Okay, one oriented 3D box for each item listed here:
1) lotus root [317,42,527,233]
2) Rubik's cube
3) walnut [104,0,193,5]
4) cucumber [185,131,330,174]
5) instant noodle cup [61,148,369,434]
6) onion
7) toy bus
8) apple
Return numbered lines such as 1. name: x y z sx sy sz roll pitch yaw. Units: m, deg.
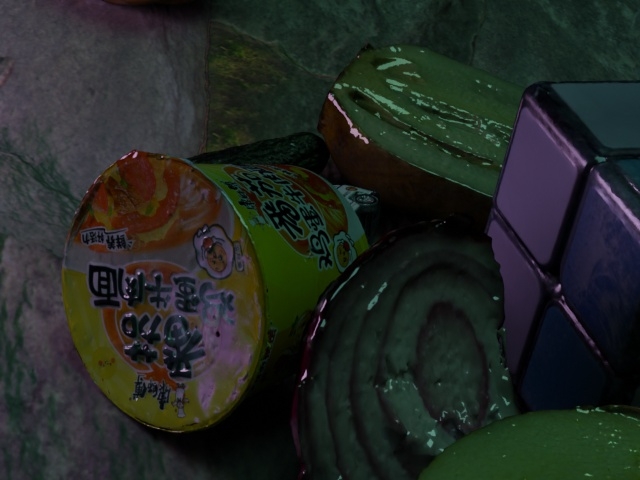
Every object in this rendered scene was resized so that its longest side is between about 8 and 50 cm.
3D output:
1. lotus root: 0.119 -0.107 1.848 0.260 0.149 0.267 19 37 -4
2. Rubik's cube: 0.372 0.034 1.572 0.313 0.316 0.318 -4 39 -22
3. walnut: -0.270 -0.494 2.132 0.344 0.306 0.306 35 36 23
4. cucumber: -0.071 -0.082 1.790 0.074 0.074 0.241 37 34 29
5. instant noodle cup: -0.088 0.039 1.446 0.264 0.264 0.200 37 27 29
6. onion: 0.057 0.137 1.379 0.280 0.314 0.146 -6 3 -39
7. toy bus: 0.000 0.000 1.686 0.089 0.087 0.194 17 32 19
8. apple: 0.231 0.258 1.281 0.346 0.179 0.254 -15 79 -24
